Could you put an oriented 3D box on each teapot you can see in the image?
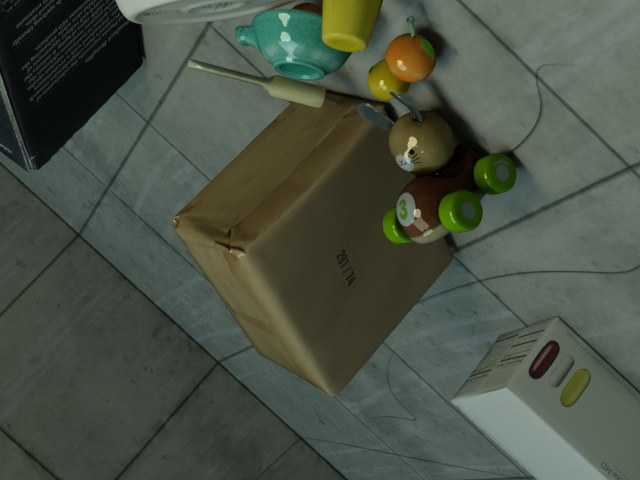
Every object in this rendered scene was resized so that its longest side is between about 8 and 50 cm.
[{"bbox_3d":[-0.135,-0.363,1.421,0.256,0.252,0.187,-8,92,38],"label":"teapot"}]

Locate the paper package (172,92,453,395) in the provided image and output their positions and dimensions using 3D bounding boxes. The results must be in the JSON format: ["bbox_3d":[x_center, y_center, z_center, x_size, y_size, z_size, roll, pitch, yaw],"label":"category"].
[{"bbox_3d":[0.000,0.000,1.716,0.168,0.309,0.325,23,152,43],"label":"paper package"}]

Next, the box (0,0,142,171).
[{"bbox_3d":[-0.552,-0.429,1.836,0.480,0.297,0.471,36,157,12],"label":"box"}]

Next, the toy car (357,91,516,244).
[{"bbox_3d":[0.123,-0.105,1.538,0.188,0.149,0.155,52,152,-15],"label":"toy car"}]

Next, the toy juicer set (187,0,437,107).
[{"bbox_3d":[0.008,-0.239,1.516,0.209,0.089,0.329,18,166,-36],"label":"toy juicer set"}]

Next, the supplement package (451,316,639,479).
[{"bbox_3d":[0.369,0.269,1.844,0.262,0.145,0.204,42,159,-4],"label":"supplement package"}]
